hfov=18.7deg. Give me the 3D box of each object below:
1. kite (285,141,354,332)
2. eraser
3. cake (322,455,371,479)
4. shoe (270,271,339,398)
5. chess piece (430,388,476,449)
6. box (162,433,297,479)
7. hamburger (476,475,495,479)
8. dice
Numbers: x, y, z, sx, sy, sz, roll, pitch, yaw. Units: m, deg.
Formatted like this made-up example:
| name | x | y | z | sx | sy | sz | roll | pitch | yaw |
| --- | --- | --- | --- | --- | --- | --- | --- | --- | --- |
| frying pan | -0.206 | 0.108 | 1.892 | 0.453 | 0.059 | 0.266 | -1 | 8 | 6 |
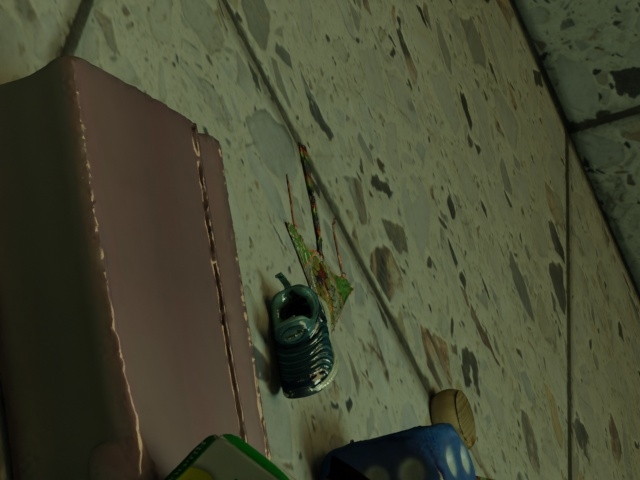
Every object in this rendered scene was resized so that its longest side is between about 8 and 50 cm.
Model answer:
| name | x | y | z | sx | sy | sz | roll | pitch | yaw |
| --- | --- | --- | --- | --- | --- | --- | --- | --- | --- |
| kite | 0.000 | 0.000 | 2.240 | 0.198 | 0.006 | 0.244 | 41 | 37 | -58 |
| eraser | -0.154 | 0.063 | 1.569 | 0.272 | 0.122 | 0.359 | 31 | 45 | -64 |
| cake | 0.036 | 0.334 | 1.852 | 0.185 | 0.178 | 0.207 | 44 | -6 | -32 |
| shoe | -0.021 | 0.101 | 2.006 | 0.071 | 0.064 | 0.143 | 57 | 22 | -43 |
| chess piece | 0.171 | 0.231 | 2.488 | 0.083 | 0.038 | 0.084 | -16 | 90 | -74 |
| box | -0.087 | 0.269 | 1.350 | 0.250 | 0.180 | 0.103 | -43 | 143 | -21 |
| hamburger | 0.168 | 0.363 | 2.159 | 0.125 | 0.235 | 0.214 | 57 | -13 | -9 |
| dice | 0.088 | 0.273 | 2.048 | 0.146 | 0.143 | 0.146 | 10 | 65 | -69 |
